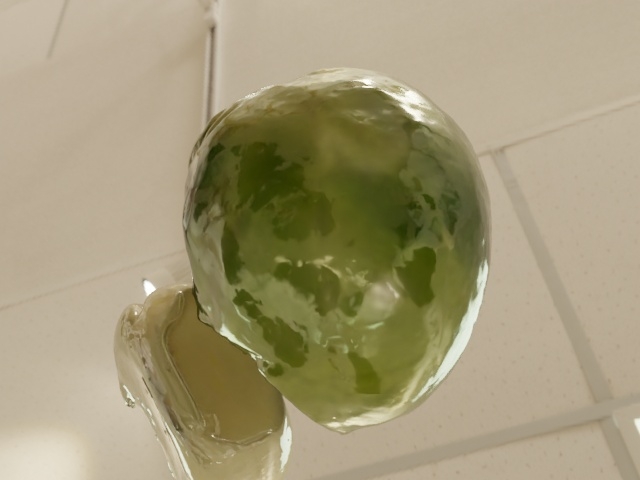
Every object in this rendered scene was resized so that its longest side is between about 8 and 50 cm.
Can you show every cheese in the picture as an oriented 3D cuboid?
[{"bbox_3d":[-0.137,0.177,0.860,0.127,0.233,0.266,-23,-107,-28],"label":"cheese"}]

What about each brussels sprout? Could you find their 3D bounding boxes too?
[{"bbox_3d":[0.000,0.000,0.678,0.268,0.344,0.344,6,-146,-26],"label":"brussels sprout"}]
